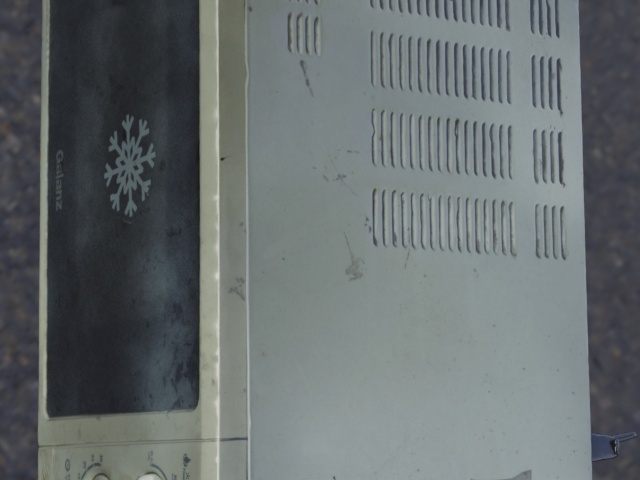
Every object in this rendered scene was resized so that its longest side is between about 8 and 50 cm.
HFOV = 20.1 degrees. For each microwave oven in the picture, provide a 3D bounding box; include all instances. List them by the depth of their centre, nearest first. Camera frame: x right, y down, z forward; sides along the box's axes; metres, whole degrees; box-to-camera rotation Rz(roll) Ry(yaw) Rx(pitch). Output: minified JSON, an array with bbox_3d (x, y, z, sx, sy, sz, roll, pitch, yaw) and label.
[{"bbox_3d":[0.000,0.000,0.671,0.194,0.145,0.240,5,81,-36],"label":"microwave oven"}]
